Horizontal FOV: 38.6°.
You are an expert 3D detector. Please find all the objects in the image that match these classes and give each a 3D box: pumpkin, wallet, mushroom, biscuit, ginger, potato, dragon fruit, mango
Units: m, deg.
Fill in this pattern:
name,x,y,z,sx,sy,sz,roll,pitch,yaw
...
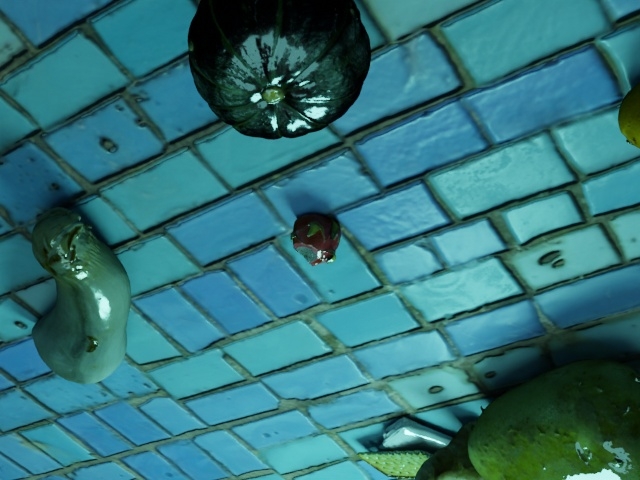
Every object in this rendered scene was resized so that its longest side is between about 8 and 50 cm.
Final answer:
name,x,y,z,sx,sy,sz,roll,pitch,yaw
pumpkin,-0.049,-0.222,1.075,0.220,0.162,0.220,4,142,3
wallet,0.212,0.400,1.782,0.190,0.033,0.095,23,134,-15
mushroom,-0.396,0.097,1.507,0.177,0.126,0.397,23,140,-2
biscuit,0.184,0.441,1.799,0.203,0.016,0.144,-12,141,37
ginger,0.309,0.441,1.732,0.333,0.166,0.080,31,157,-29
potato,0.429,0.340,1.550,0.270,0.219,0.359,44,135,-20
dragon fruit,0.000,0.000,1.377,0.060,0.056,0.083,-21,128,30
mango,0.444,-0.159,1.107,0.159,0.084,0.105,-20,135,28
